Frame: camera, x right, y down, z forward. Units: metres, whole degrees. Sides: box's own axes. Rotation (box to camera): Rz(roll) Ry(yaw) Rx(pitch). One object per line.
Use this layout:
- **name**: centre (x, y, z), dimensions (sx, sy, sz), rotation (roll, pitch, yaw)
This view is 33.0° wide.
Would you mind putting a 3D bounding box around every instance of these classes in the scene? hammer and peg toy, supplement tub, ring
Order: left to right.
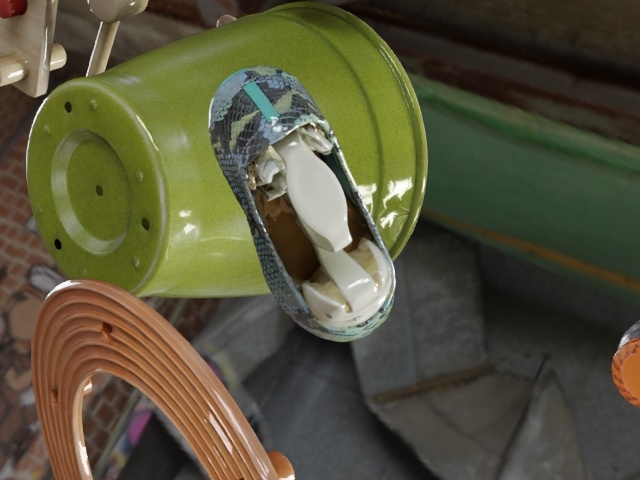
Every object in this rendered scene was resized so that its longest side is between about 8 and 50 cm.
- **hammer and peg toy**: centre (-0.414, -0.324, 1.447), dimensions (0.361, 0.127, 0.266), rotation (33, -53, 20)
- **ring**: centre (-0.088, 0.179, 0.675), dimensions (0.336, 0.032, 0.336), rotation (32, -46, 41)
- **supplement tub**: centre (0.453, 0.137, 1.365), dimensions (0.117, 0.190, 0.117), rotation (19, -60, 37)

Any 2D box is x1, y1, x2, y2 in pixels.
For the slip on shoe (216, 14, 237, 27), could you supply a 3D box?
- **slip on shoe**: centre (-0.135, -0.265, 1.545), dimensions (0.041, 0.135, 0.051), rotation (7, -22, -41)

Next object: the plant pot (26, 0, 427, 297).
- **plant pot**: centre (-0.129, -0.084, 1.243), dimensions (0.366, 0.353, 0.366), rotation (12, -71, 40)

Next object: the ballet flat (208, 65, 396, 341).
- **ballet flat**: centre (0.000, 0.000, 0.538), dimensions (0.070, 0.070, 0.188), rotation (12, -34, 39)
